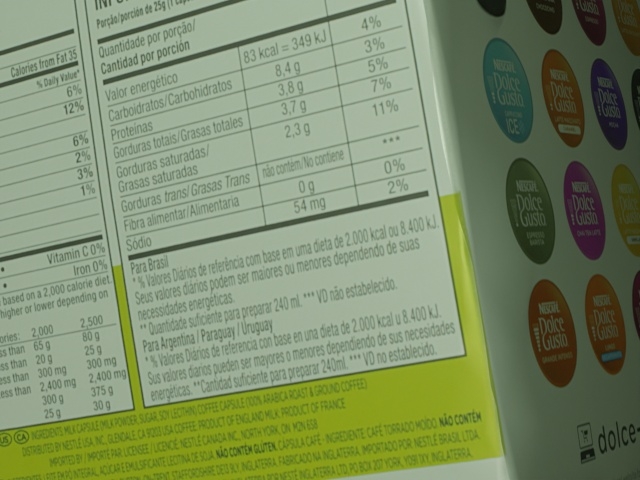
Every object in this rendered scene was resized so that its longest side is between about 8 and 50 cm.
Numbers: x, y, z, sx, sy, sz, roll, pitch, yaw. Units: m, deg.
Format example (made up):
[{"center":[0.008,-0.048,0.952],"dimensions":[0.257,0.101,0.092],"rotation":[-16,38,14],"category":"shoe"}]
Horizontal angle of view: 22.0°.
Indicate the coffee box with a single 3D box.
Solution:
[{"center":[0.000,0.000,0.925],"dimensions":[0.338,0.338,0.334],"rotation":[-12,84,29],"category":"coffee box"}]
